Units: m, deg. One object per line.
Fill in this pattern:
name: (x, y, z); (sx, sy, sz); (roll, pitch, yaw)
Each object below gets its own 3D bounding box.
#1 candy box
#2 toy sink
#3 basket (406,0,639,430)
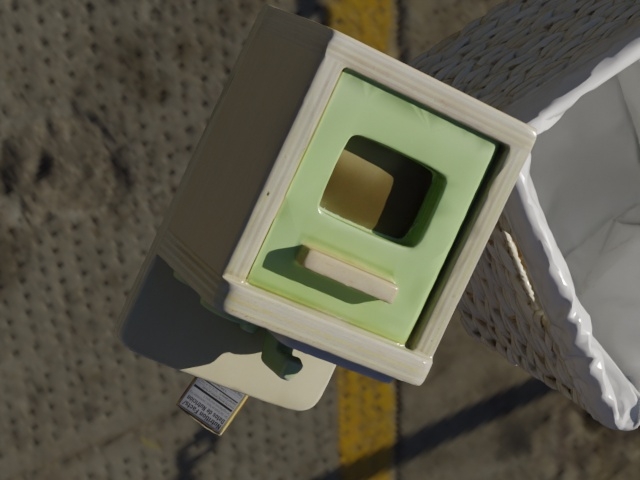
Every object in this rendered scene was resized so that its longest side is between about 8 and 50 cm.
candy box: (-0.057, 0.089, 1.450); (0.186, 0.053, 0.109); (-54, 179, -6)
toy sink: (0.000, 0.000, 0.958); (0.153, 0.131, 0.234); (24, 95, -26)
basket: (0.268, -0.063, 1.494); (0.331, 0.266, 0.328); (-35, 117, -18)
